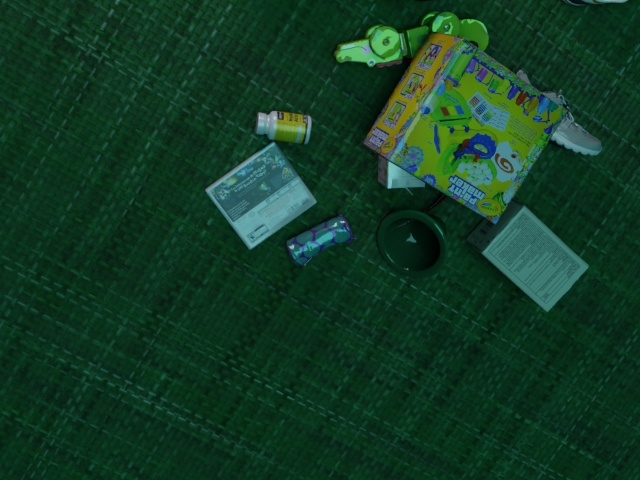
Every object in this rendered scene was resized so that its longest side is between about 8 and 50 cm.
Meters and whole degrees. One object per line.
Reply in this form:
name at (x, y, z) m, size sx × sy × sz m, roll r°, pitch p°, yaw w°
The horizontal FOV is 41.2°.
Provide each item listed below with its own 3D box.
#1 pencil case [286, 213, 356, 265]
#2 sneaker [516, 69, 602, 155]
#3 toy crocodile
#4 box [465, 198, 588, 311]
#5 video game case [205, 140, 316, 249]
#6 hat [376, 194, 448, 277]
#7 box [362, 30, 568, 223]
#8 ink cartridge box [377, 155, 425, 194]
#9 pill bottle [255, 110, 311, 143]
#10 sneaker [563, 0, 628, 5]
pencil case at (0.000, 0.000, 1.945) m, size 0.151 × 0.064 × 0.070 m, roll -27°, pitch 91°, yaw -1°
sneaker at (0.537, -0.285, 1.942) m, size 0.281 × 0.105 × 0.115 m, roll 28°, pitch 99°, yaw -15°
toy crocodile at (0.195, -0.427, 1.842) m, size 0.340 × 0.115 × 0.105 m, roll -14°, pitch 107°, yaw -6°
box at (0.483, 0.029, 2.003) m, size 0.232 × 0.127 × 0.148 m, roll 40°, pitch 94°, yaw -17°
video game case at (-0.133, -0.101, 1.919) m, size 0.190 × 0.022 × 0.173 m, roll -35°, pitch 108°, yaw 1°
hat at (0.260, -0.033, 2.004) m, size 0.208 × 0.183 × 0.173 m, roll -21°, pitch 104°, yaw 40°
box at (0.297, -0.236, 1.778) m, size 0.290 × 0.177 × 0.279 m, roll 29°, pitch 98°, yaw -23°
ink cartridge box at (0.182, -0.178, 1.916) m, size 0.090 × 0.092 × 0.143 m, roll -2°, pitch 104°, yaw -9°
pill bottle at (-0.082, -0.249, 1.866) m, size 0.116 × 0.065 × 0.065 m, roll 6°, pitch 103°, yaw -11°
sneaker at (0.698, -0.594, 1.882) m, size 0.321 × 0.127 × 0.126 m, roll -21°, pitch 105°, yaw -5°
